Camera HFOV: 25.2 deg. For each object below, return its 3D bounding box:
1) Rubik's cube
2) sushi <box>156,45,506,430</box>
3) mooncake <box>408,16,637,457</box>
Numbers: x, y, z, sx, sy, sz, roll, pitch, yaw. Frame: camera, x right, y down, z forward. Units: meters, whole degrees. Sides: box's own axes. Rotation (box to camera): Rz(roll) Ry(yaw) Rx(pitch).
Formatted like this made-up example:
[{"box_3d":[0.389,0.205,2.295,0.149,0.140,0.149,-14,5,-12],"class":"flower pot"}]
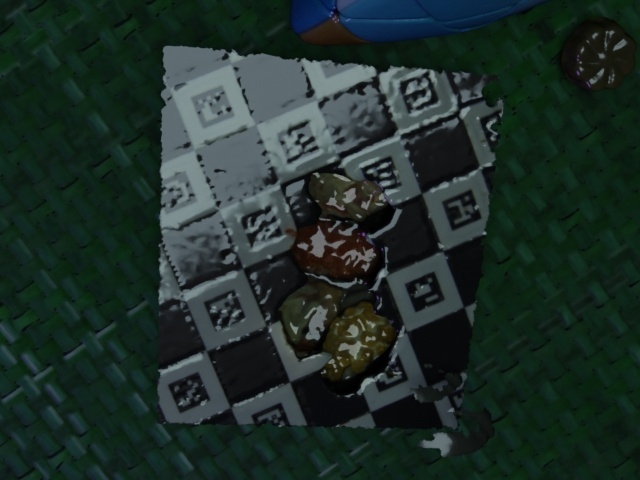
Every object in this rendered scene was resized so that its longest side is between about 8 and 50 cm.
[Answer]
[{"box_3d":[0.071,-0.202,0.998,0.254,0.254,0.254,-1,102,-3],"class":"Rubik's cube"},{"box_3d":[0.000,0.000,1.115,0.264,0.050,0.290,2,101,-10],"class":"sushi"},{"box_3d":[0.155,-0.006,1.103,0.150,0.057,0.347,6,90,-11],"class":"mooncake"}]
